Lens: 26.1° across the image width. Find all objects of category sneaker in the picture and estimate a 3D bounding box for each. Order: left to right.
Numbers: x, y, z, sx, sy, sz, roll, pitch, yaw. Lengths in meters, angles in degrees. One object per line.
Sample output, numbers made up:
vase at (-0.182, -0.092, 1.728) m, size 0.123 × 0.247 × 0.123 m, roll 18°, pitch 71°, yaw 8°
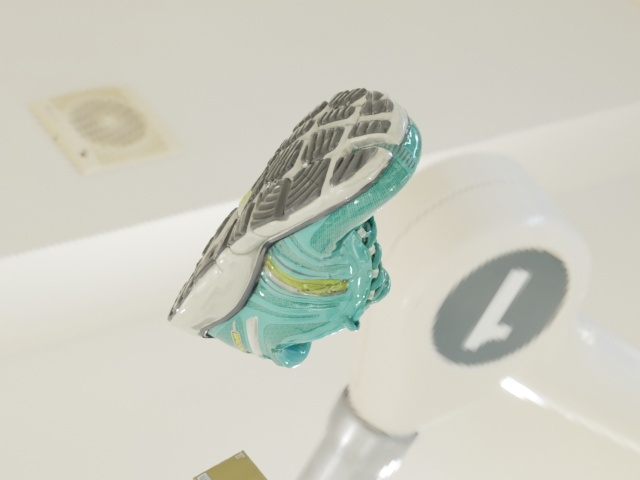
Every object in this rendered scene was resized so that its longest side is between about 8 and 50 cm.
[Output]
sneaker at (0.000, 0.000, 0.862) m, size 0.110 × 0.275 × 0.107 m, roll 31°, pitch -124°, yaw -7°

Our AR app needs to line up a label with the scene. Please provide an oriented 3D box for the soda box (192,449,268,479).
soda box at (-0.049, 0.266, 1.239) m, size 0.058 × 0.061 × 0.181 m, roll -27°, pitch -149°, yaw -15°
